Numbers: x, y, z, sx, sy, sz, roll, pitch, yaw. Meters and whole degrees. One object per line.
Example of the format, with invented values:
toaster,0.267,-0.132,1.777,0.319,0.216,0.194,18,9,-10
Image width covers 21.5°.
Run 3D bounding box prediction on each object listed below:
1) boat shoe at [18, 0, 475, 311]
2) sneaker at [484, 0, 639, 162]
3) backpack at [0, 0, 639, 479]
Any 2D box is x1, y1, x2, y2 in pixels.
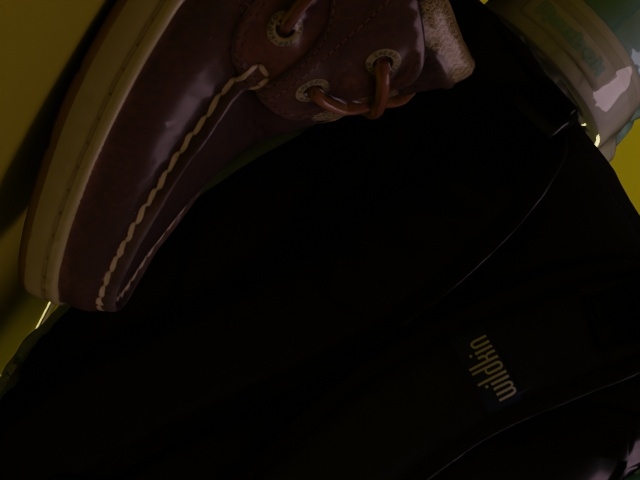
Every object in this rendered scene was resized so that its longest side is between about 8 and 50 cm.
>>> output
boat shoe,0.006,-0.097,0.658,0.342,0.123,0.123,-55,180,9
sneaker,0.173,-0.125,1.030,0.150,0.135,0.366,-40,-178,-1
backpack,-0.003,0.090,0.897,0.355,0.290,0.273,-34,174,-15
